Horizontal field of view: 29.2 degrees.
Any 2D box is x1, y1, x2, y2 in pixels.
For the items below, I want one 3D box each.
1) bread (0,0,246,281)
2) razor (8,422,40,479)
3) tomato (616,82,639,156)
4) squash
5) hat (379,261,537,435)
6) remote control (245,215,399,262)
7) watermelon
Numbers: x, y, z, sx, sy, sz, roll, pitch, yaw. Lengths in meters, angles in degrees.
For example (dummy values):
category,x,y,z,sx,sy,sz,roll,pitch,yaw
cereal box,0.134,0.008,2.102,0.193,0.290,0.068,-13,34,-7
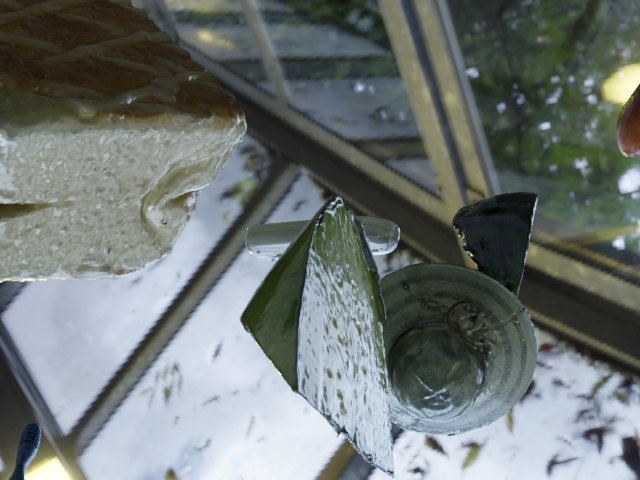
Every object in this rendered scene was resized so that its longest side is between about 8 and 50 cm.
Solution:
category,x,y,z,sx,sy,sz,roll,pitch,yaw
bread,-0.349,-0.150,1.495,0.390,0.279,0.371,-4,-141,-49
razor,-0.531,0.403,2.190,0.082,0.042,0.253,3,-157,-5
tomato,0.532,-0.208,1.752,0.233,0.139,0.200,-3,-158,35
squash,0.021,0.065,1.066,0.155,0.237,0.204,-42,-125,-5
hat,0.142,0.159,1.502,0.252,0.252,0.110,-15,-160,12
remote control,0.000,0.000,1.605,0.221,0.078,0.042,-5,-110,29
watermelon,0.255,0.001,1.700,0.123,0.129,0.301,-15,-169,13
